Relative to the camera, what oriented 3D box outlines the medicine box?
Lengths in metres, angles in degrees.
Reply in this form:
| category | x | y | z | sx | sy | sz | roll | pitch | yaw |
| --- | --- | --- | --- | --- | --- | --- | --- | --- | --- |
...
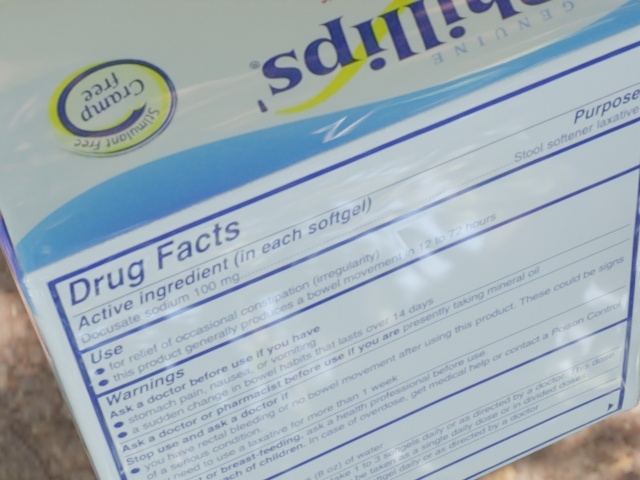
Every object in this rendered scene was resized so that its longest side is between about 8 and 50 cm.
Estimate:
| category | x | y | z | sx | sy | sz | roll | pitch | yaw |
| --- | --- | --- | --- | --- | --- | --- | --- | --- | --- |
| medicine box | 0.000 | 0.000 | 0.771 | 0.263 | 0.149 | 0.289 | -23 | 143 | -10 |
